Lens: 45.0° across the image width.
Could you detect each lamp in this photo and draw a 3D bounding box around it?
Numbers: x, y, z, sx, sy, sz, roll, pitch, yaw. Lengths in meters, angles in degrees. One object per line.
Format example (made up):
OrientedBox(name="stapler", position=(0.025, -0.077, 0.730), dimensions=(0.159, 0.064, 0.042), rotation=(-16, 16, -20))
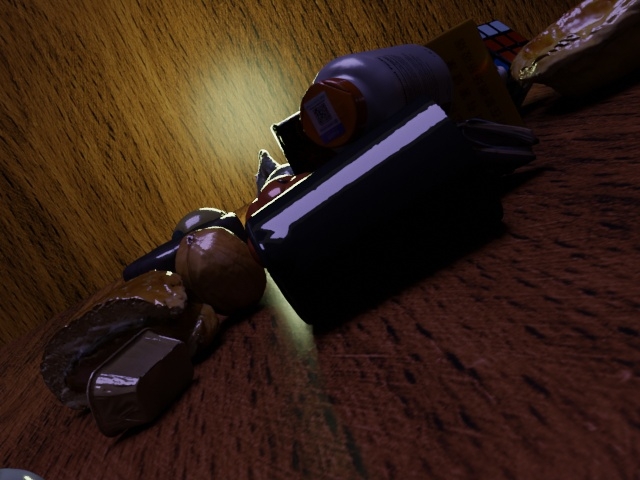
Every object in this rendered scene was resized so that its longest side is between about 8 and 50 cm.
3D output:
OrientedBox(name="lamp", position=(-0.036, -0.019, 1.292), dimensions=(0.188, 0.187, 0.164), rotation=(-26, 8, 21))

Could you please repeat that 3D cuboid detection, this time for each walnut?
OrientedBox(name="walnut", position=(-0.174, 0.059, 1.377), dimensions=(0.144, 0.180, 0.144), rotation=(-21, 35, 15))

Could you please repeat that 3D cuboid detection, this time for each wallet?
OrientedBox(name="wallet", position=(0.232, -0.141, 1.258), dimensions=(0.170, 0.069, 0.231), rotation=(10, -10, -18))

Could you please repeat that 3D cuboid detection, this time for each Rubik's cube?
OrientedBox(name="Rubik's cube", position=(0.394, -0.393, 1.792), dimensions=(0.163, 0.160, 0.162), rotation=(-28, -30, -38))

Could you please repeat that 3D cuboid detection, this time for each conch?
OrientedBox(name="conch", position=(-0.075, -0.112, 1.953), dimensions=(0.203, 0.170, 0.386), rotation=(-64, 18, 19))

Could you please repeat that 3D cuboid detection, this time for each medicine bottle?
OrientedBox(name="medicine bottle", position=(0.085, -0.216, 1.203), dimensions=(0.157, 0.157, 0.289), rotation=(-23, 3, 37))

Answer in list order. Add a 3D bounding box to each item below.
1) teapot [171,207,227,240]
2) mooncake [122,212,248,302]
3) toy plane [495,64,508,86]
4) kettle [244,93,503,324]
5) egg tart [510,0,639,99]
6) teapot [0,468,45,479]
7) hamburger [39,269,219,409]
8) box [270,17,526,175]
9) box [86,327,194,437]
OrientedBox(name="teapot", position=(-0.257, 0.011, 1.896), dimensions=(0.270, 0.173, 0.182), rotation=(-4, 13, -23))
OrientedBox(name="mooncake", position=(-0.274, 0.061, 1.655), dimensions=(0.306, 0.154, 0.306), rotation=(-26, 5, 2))
OrientedBox(name="toy plane", position=(0.295, -0.286, 1.686), dimensions=(0.267, 0.123, 0.266), rotation=(-37, 34, 30))
OrientedBox(name="kettle", position=(0.065, -0.040, 1.093), dimensions=(0.308, 0.203, 0.262), rotation=(-33, 12, 3))
OrientedBox(name="egg tart", position=(0.563, -0.402, 1.534), dimensions=(0.388, 0.169, 0.388), rotation=(-35, 7, 5))
OrientedBox(name="teapot", position=(-0.395, 0.326, 0.722), dimensions=(0.220, 0.149, 0.318), rotation=(-25, 10, 37))
OrientedBox(name="hamburger", position=(-0.319, 0.153, 1.345), dimensions=(0.330, 0.162, 0.209), rotation=(-31, 10, 24))
OrientedBox(name="box", position=(0.146, -0.191, 1.427), dimensions=(0.415, 0.264, 0.116), rotation=(-29, 10, -6))
OrientedBox(name="box", position=(-0.260, 0.200, 1.109), dimensions=(0.111, 0.111, 0.177), rotation=(-25, 11, 29))
